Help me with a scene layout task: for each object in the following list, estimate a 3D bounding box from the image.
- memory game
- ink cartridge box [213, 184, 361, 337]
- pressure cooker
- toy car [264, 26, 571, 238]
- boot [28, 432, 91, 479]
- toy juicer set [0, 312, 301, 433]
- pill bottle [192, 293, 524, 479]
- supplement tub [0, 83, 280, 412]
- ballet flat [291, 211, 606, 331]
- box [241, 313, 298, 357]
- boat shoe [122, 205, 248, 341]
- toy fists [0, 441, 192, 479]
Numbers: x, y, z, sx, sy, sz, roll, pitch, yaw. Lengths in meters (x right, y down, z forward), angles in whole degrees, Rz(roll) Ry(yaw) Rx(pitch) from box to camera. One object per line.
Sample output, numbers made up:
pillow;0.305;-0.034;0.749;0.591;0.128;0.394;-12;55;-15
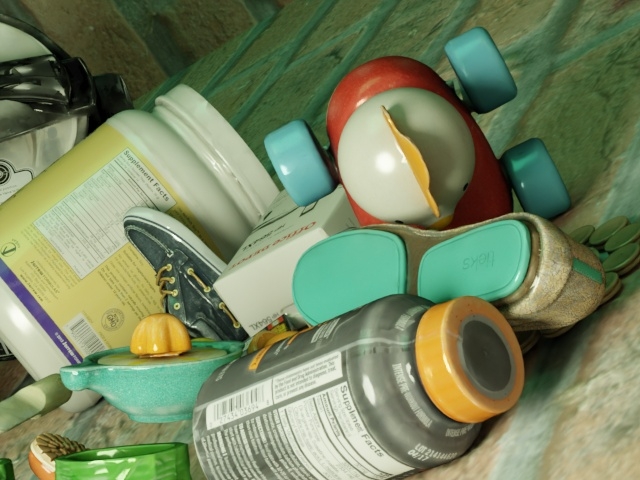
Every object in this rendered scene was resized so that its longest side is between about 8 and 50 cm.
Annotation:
memory game;0.182;0.041;1.591;0.186;0.012;0.186;-35;14;10
ink cartridge box;0.000;0.000;2.015;0.148;0.086;0.203;-28;15;31
pressure cooker;-0.439;-0.077;2.462;0.370;0.376;0.420;-57;-16;-21
toy car;0.082;-0.052;1.668;0.219;0.210;0.238;-26;5;5
boot;-0.193;0.224;1.627;0.085;0.158;0.059;-41;27;12
toy juicer set;-0.139;0.102;1.719;0.329;0.089;0.209;-5;6;-8
pill bottle;0.031;0.118;1.466;0.246;0.130;0.130;-24;18;39
supplement tub;-0.222;0.005;2.217;0.331;0.241;0.241;-39;14;-11
ballet flat;0.101;0.042;1.555;0.316;0.106;0.107;-3;75;55
box;-0.058;0.121;1.883;0.094;0.027;0.137;-36;14;1
boat shoe;-0.146;0.044;2.050;0.083;0.183;0.065;-49;-9;-31
toy fists;-0.217;0.240;1.532;0.279;0.142;0.096;-8;2;16
